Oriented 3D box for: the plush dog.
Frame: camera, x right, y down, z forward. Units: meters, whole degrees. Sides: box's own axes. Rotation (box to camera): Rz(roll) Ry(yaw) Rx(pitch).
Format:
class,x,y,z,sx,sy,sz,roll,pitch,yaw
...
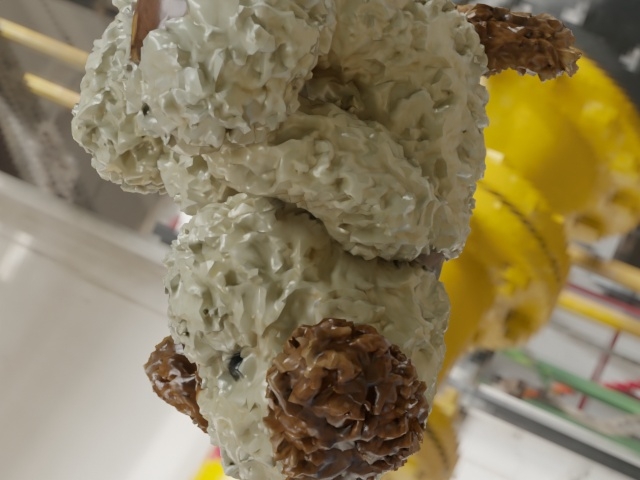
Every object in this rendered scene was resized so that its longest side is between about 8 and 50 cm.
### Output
class,x,y,z,sx,sy,sz,roll,pitch,yaw
plush dog,0.000,0.000,0.739,0.262,0.211,0.225,176,100,-75
